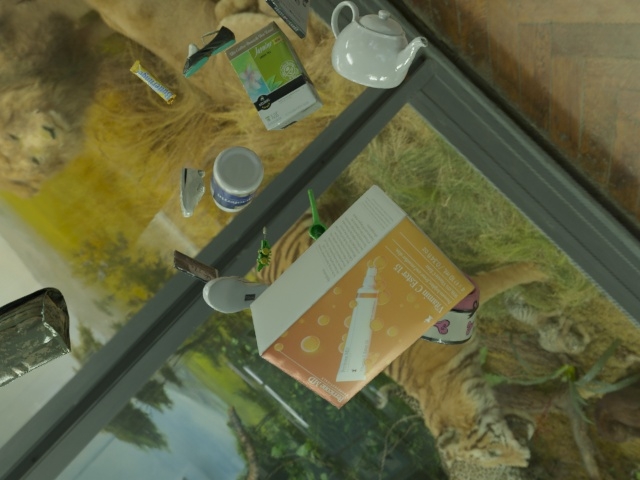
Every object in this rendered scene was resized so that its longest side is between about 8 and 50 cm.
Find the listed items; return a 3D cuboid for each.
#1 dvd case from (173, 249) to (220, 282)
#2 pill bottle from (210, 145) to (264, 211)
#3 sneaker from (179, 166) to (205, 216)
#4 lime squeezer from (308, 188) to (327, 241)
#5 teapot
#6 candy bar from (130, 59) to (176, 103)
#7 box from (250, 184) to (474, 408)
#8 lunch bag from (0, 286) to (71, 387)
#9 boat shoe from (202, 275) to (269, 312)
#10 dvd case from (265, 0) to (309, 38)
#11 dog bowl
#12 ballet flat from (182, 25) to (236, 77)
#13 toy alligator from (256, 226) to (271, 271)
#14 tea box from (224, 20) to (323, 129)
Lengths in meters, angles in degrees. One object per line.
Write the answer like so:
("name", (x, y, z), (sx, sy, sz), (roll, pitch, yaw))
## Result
("dvd case", (-0.533, 0.124, 2.116), (0.221, 0.018, 0.164), (30, -169, -24))
("pill bottle", (-0.278, -0.187, 1.585), (0.153, 0.153, 0.264), (43, 160, -3))
("sneaker", (-0.480, -0.186, 1.838), (0.094, 0.235, 0.090), (5, 143, -20))
("lime squeezer", (0.000, 0.000, 1.456), (0.110, 0.059, 0.310), (-39, -58, -80))
("teapot", (0.157, -0.583, 1.443), (0.256, 0.252, 0.187), (9, 128, -7))
("candy bar", (-0.490, -0.464, 1.438), (0.161, 0.040, 0.018), (42, -166, 1))
("box", (0.068, 0.105, 0.917), (0.215, 0.345, 0.168), (41, -170, -26))
("lunch bag", (-0.915, 0.269, 1.499), (0.287, 0.235, 0.169), (43, 156, 53))
("boat shoe", (-0.237, 0.141, 1.302), (0.084, 0.095, 0.258), (13, 175, 28))
("dvd case", (-0.106, -0.827, 1.658), (0.029, 0.239, 0.179), (-20, 142, 35))
("dog bowl", (0.321, 0.153, 1.566), (0.408, 0.408, 0.150), (29, 112, 24))
("ballet flat", (-0.492, -0.812, 2.082), (0.096, 0.280, 0.095), (54, 180, -8))
("toy alligator", (-0.224, 0.041, 2.018), (0.051, 0.190, 0.056), (13, 171, -27))
("tea box", (-0.165, -0.620, 1.896), (0.323, 0.220, 0.329), (60, -169, -9))
